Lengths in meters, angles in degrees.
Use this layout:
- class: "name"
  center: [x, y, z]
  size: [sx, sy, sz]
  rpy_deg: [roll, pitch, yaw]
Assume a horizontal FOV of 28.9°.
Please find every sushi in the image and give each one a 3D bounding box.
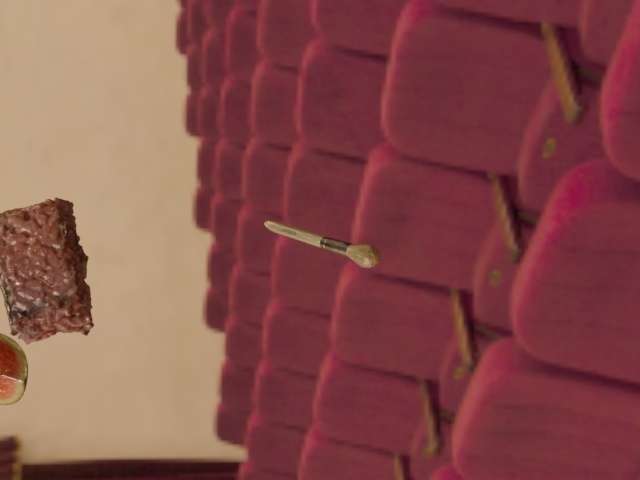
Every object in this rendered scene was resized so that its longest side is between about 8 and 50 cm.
- class: "sushi"
  center: [-0.525, 0.062, 2.348]
  size: [0.236, 0.170, 0.270]
  rpy_deg: [132, 123, -83]

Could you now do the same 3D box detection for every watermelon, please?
- class: "watermelon"
  center: [-0.564, 0.229, 2.185]
  size: [0.135, 0.094, 0.125]
  rpy_deg: [8, 79, 45]

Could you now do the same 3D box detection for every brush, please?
- class: "brush"
  center: [0.000, 0.000, 2.252]
  size: [0.299, 0.042, 0.039]
  rpy_deg: [19, 152, 45]
